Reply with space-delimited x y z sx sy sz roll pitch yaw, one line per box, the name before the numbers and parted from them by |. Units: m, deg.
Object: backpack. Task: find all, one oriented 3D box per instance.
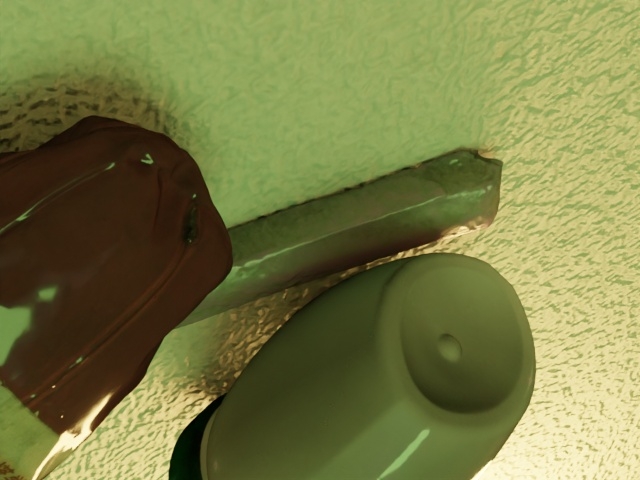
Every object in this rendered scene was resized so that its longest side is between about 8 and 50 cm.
backpack | -0.226 0.033 0.956 0.317 0.197 0.283 -39 143 -7

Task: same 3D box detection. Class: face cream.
face cream | 0.025 0.173 1.167 0.219 0.312 0.357 43 132 -3

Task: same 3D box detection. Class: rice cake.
rice cake | 0.000 0.000 1.131 0.365 0.056 0.072 -18 139 -7
